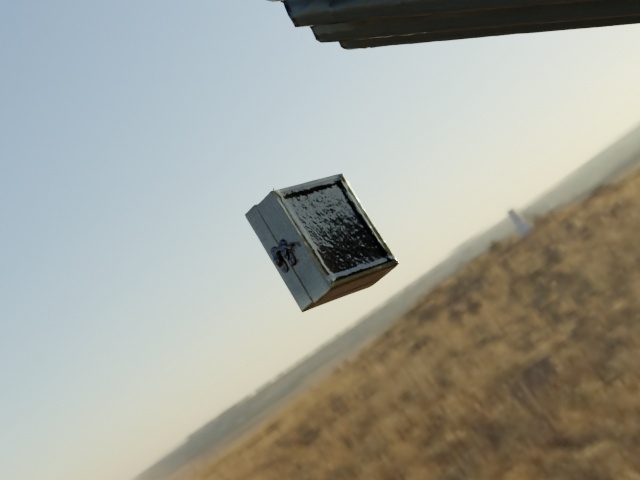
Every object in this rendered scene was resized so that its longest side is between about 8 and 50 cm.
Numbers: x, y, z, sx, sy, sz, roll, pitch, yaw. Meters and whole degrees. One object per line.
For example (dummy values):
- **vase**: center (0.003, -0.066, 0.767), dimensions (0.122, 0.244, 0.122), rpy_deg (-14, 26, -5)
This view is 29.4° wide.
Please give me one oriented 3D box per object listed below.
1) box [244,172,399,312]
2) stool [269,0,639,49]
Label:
- **box**: center (0.000, 0.000, 0.826), dimensions (0.083, 0.079, 0.035), rpy_deg (-18, -18, -50)
- **stool**: center (0.153, -0.217, 0.444), dimensions (0.330, 0.297, 0.297), rpy_deg (5, 16, 27)
